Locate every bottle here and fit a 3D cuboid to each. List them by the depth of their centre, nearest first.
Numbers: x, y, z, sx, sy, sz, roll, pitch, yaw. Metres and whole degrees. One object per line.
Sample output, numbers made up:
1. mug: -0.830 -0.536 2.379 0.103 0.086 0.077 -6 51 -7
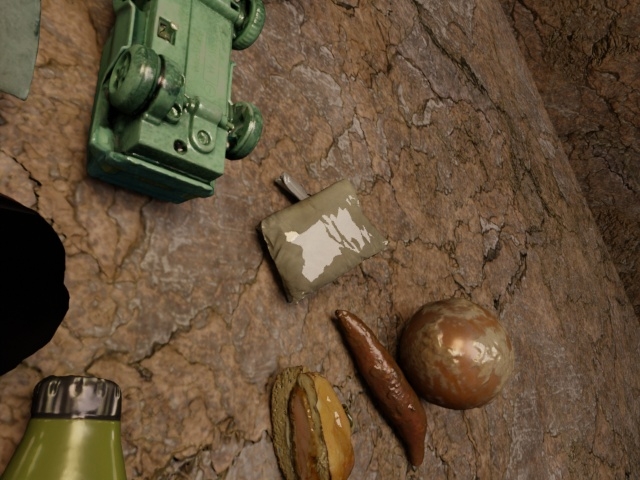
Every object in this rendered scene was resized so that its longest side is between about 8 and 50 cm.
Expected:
1. bottle: -0.209 0.241 0.380 0.112 0.112 0.260 22 61 -43

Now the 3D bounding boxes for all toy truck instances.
1. toy truck: -0.166 -0.189 0.548 0.155 0.156 0.279 19 63 -44

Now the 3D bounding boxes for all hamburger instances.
1. hamburger: -0.005 0.250 0.639 0.102 0.087 0.176 12 60 -59

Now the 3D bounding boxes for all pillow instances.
1. pillow: 0.000 0.000 0.719 0.181 0.078 0.134 -30 98 -28

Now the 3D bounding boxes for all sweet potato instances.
1. sweet potato: 0.109 0.231 0.779 0.066 0.072 0.314 -41 111 -33

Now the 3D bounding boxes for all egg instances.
1. egg: 0.230 0.193 0.840 0.233 0.195 0.195 15 65 -58

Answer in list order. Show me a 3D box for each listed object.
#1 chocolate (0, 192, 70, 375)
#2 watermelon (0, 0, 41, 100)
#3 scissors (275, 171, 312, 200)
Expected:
1. chocolate: -0.323 0.011 0.344 0.177 0.206 0.224 41 12 33
2. watermelon: -0.364 -0.262 0.329 0.258 0.228 0.387 -45 105 -37
3. scissors: 0.003 -0.046 0.789 0.204 0.027 0.101 35 50 -39
